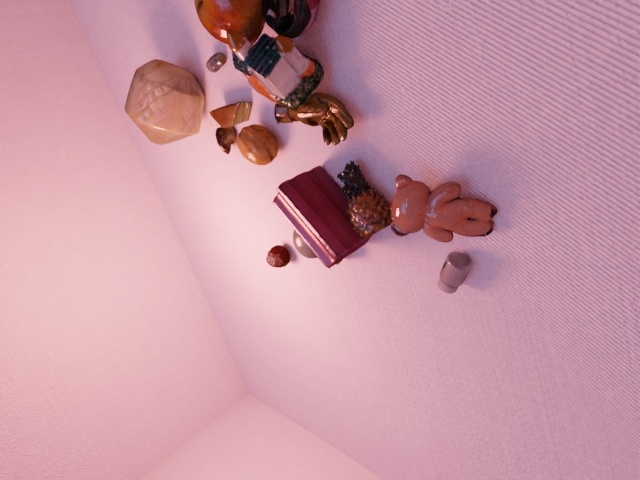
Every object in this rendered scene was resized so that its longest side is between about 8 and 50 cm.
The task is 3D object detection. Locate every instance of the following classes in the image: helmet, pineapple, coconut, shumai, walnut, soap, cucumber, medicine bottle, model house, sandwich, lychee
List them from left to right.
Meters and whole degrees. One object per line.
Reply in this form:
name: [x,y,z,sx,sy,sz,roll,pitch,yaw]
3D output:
coconut: [-0.790,-0.686,2.036,0.415,0.344,0.416,-4,84,48]
cucumber: [-0.463,-0.794,1.782,0.111,0.064,0.064,-8,109,52]
shumai: [-0.462,-0.496,1.989,0.104,0.139,0.123,4,155,17]
sandwich: [-0.404,-0.577,1.841,0.257,0.094,0.096,10,121,47]
walnut: [-0.273,-0.416,1.739,0.206,0.159,0.159,42,142,23]
model house: [-0.172,-0.603,1.306,0.271,0.190,0.300,40,-175,38]
lychee: [-0.217,0.085,2.073,0.129,0.123,0.124,25,133,41]
helmet: [-0.075,-0.760,1.240,0.198,0.154,0.254,44,126,26]
soap: [0.016,-0.097,1.541,0.360,0.232,0.128,50,146,13]
pineapple: [0.146,-0.154,1.413,0.157,0.157,0.279,-29,88,56]
medicine bottle: [0.430,0.106,1.297,0.080,0.080,0.130,39,141,28]

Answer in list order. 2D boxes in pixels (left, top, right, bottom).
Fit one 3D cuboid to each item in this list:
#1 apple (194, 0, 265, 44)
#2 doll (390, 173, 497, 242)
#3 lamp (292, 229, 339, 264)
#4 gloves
apple: [-0.305,-0.809,1.349,0.309,0.249,0.278,-110,35,-73]
doll: [0.366,-0.095,1.214,0.303,0.156,0.201,10,119,14]
lamp: [0.000,0.000,1.698,0.243,0.198,0.198,29,140,4]
gloves: [-0.013,-0.438,1.402,0.330,0.141,0.154,23,143,30]
